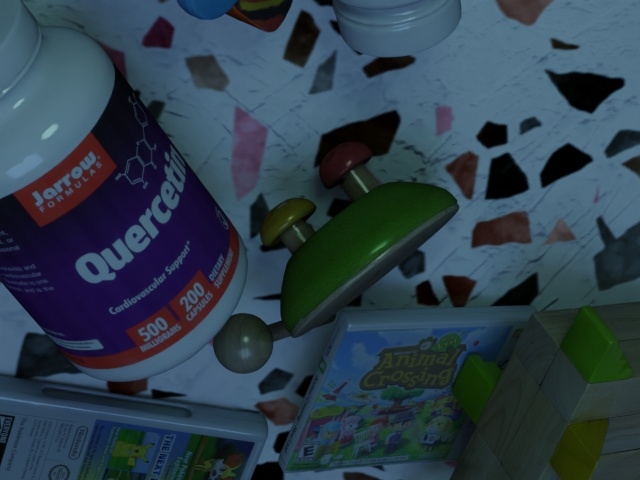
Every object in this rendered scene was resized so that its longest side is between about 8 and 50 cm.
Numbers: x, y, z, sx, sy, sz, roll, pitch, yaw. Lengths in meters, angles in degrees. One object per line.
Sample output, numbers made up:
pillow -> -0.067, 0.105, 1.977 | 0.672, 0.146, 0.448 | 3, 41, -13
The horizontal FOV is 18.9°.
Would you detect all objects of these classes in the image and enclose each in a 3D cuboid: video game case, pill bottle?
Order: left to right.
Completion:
pill bottle -> -0.205, -0.044, 1.554 | 0.181, 0.181, 0.323 | -26, 128, 12
video game case -> -0.240, 0.276, 1.903 | 0.300, 0.036, 0.329 | 10, 126, -16
pill bottle -> 0.045, -0.251, 1.465 | 0.119, 0.119, 0.208 | -13, 129, 2
video game case -> 0.083, 0.140, 1.814 | 0.212, 0.023, 0.193 | 0, 130, -29

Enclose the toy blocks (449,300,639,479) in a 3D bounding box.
toy blocks -> 0.273, 0.196, 1.828 | 0.261, 0.190, 0.381 | -3, 132, -33

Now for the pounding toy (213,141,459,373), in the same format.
pounding toy -> 0.000, 0.000, 1.661 | 0.110, 0.183, 0.237 | 52, 127, 5

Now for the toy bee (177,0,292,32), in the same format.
toy bee -> -0.085, -0.244, 1.399 | 0.195, 0.298, 0.162 | 24, 100, 6
